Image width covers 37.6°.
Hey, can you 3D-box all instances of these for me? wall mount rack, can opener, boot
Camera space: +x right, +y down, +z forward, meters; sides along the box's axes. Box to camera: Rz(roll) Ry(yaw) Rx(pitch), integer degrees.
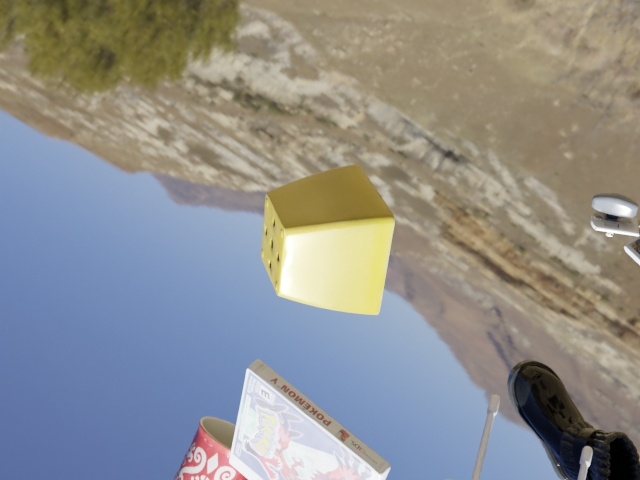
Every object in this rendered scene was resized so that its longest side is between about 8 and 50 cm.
[{"bbox_3d":[0.361,0.416,1.525,0.350,0.130,0.304,31,-164,-11],"label":"wall mount rack"},{"bbox_3d":[0.750,-0.037,2.123,0.281,0.093,0.074,12,-141,10],"label":"can opener"},{"bbox_3d":[0.585,0.434,2.155,0.348,0.131,0.260,57,170,-3],"label":"boot"}]

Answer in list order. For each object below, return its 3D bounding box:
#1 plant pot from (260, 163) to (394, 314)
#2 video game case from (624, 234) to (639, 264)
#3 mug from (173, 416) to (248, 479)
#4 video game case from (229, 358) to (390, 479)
[{"bbox_3d":[0.000,0.000,1.716,0.187,0.212,0.212,-3,-148,-17],"label":"plant pot"},{"bbox_3d":[0.632,0.012,1.552,0.022,0.190,0.173,58,180,-42],"label":"video game case"},{"bbox_3d":[-0.152,0.353,1.299,0.113,0.169,0.150,27,-175,-26],"label":"mug"},{"bbox_3d":[-0.020,0.247,1.038,0.183,0.023,0.201,36,139,20],"label":"video game case"}]
